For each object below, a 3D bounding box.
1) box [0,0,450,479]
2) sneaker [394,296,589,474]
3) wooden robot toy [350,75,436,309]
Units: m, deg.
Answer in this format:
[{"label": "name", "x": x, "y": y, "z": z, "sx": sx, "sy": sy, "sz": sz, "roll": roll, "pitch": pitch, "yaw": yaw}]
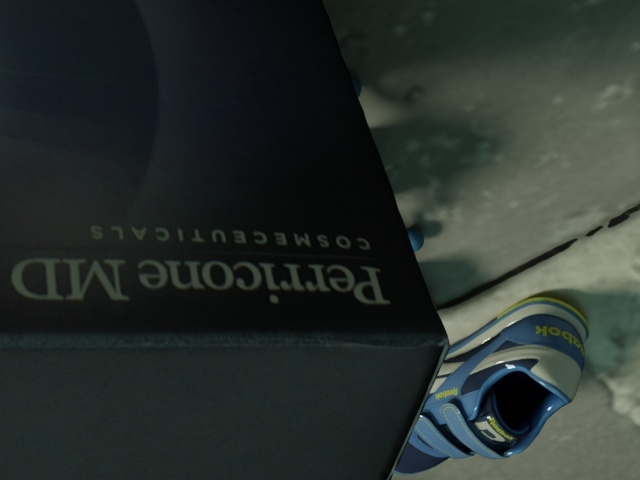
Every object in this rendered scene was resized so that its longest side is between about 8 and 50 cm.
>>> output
[{"label": "box", "x": -0.150, "y": -0.019, "z": 0.458, "sx": 0.296, "sy": 0.294, "sz": 0.182, "roll": 1, "pitch": 135, "yaw": -19}, {"label": "sneaker", "x": 0.078, "y": 0.087, "z": 0.716, "sx": 0.053, "sy": 0.059, "sz": 0.144, "roll": 34, "pitch": 125, "yaw": -21}, {"label": "wooden robot toy", "x": 0.000, "y": 0.000, "z": 0.644, "sx": 0.076, "sy": 0.079, "sz": 0.173, "roll": -14, "pitch": 124, "yaw": 17}]
